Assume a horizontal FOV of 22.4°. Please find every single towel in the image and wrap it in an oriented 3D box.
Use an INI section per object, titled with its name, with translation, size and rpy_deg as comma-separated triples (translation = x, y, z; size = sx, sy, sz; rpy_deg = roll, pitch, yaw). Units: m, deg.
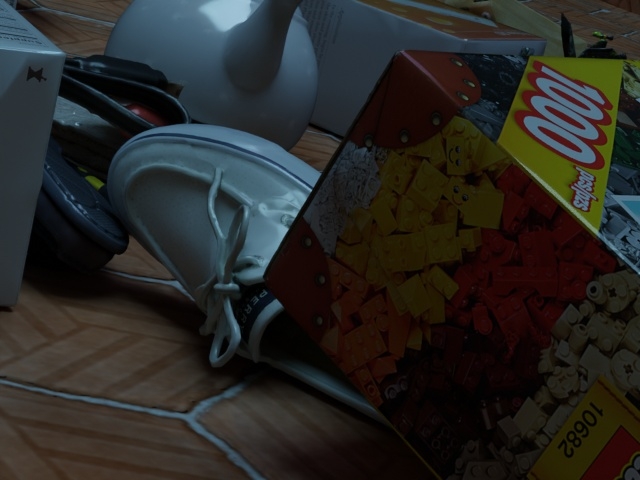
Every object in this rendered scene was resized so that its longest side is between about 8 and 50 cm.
[towel]
translation = -0.239, -0.123, 1.654
size = 0.282, 0.049, 0.187
rpy_deg = 22, 19, 22

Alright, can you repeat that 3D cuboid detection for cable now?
[cable]
translation = -0.234, -0.134, 1.491
size = 0.287, 0.072, 0.139
rpy_deg = 8, 34, -33

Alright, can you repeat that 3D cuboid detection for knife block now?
[knife block]
translation = 0.300, -0.253, 2.199
size = 0.088, 0.276, 0.242
rpy_deg = 1, 31, 45

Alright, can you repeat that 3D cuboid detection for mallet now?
[mallet]
translation = -0.215, -0.053, 1.479
size = 0.062, 0.039, 0.189
rpy_deg = 2, 16, -45

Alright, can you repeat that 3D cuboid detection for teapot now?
[teapot]
translation = -0.104, -0.217, 1.755
size = 0.256, 0.187, 0.252
rpy_deg = 22, 2, 23

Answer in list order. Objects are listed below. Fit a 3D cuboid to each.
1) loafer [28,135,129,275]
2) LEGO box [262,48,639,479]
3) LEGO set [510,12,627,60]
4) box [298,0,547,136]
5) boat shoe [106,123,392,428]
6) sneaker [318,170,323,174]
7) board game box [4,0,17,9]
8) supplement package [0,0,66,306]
[loafer]
translation = -0.249, -0.038, 1.346
size = 0.109, 0.095, 0.302
rpy_deg = 40, 3, -39
[LEGO box]
translation = 0.270, 0.058, 1.091
size = 0.500, 0.193, 0.372
rpy_deg = -6, 45, -50
[LEGO set]
translation = 0.316, -0.050, 1.494
size = 0.255, 0.331, 0.192
rpy_deg = -8, 18, -4
[box]
translation = 0.072, -0.226, 2.041
size = 0.345, 0.168, 0.215
rpy_deg = 25, 19, 29
[boat shoe]
translation = -0.033, 0.040, 1.183
size = 0.367, 0.136, 0.156
rpy_deg = 34, 28, 16
[sneaker]
translation = 0.084, 0.019, 1.349
size = 0.321, 0.126, 0.127
rpy_deg = 20, 19, -10
[board game box]
translation = -0.408, -0.302, 1.914
size = 0.045, 0.147, 0.193
rpy_deg = 4, 19, -32
[supplement package]
translation = -0.341, -0.095, 1.213
size = 0.198, 0.199, 0.262
rpy_deg = 4, 20, -31
